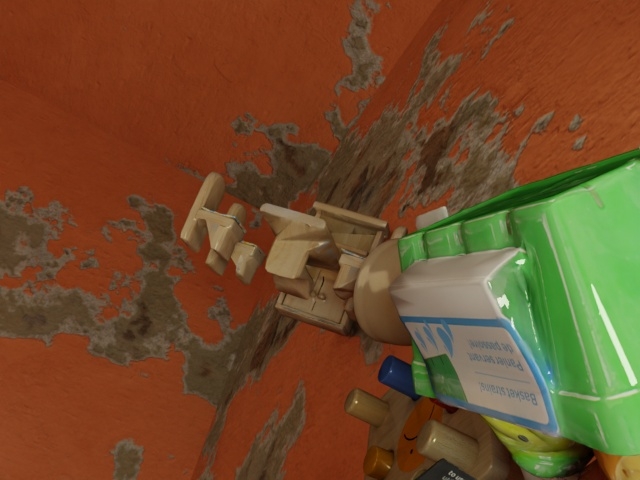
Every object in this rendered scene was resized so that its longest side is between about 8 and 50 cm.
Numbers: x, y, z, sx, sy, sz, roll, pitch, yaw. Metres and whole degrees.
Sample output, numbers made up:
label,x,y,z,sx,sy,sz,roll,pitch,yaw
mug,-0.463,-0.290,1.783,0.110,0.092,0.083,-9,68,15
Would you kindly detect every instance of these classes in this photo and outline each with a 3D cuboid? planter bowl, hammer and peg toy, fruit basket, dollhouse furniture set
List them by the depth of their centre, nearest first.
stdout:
label,x,y,z,sx,sy,sz,roll,pitch,yaw
fruit basket,0.173,0.131,0.385,0.327,0.166,0.352,163,91,-74
hammer and peg toy,0.150,0.184,0.758,0.361,0.127,0.265,-56,12,33
planter bowl,0.144,0.082,0.993,0.109,0.162,0.162,11,72,51
dollhouse furniture set,0.000,0.000,1.314,0.394,0.362,0.256,65,-136,-66

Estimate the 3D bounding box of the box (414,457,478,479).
label,x,y,z,sx,sy,sz,roll,pitch,yaw
box,0.101,0.245,0.310,0.163,0.142,0.247,-28,25,-27
